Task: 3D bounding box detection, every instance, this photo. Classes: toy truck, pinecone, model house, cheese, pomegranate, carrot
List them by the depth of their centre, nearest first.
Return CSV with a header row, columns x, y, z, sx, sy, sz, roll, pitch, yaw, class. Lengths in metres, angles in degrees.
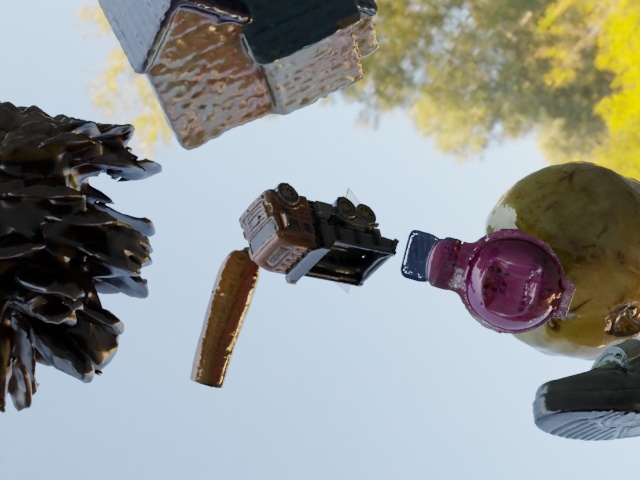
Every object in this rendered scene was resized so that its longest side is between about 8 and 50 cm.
x,y,z,sx,sy,sz,roll,pitch,yaw,class
-0.271,0.009,0.940,0.242,0.298,0.296,43,-138,-46,pinecone
0.000,0.000,1.324,0.192,0.083,0.092,13,-132,-36,toy truck
-0.109,-0.309,1.328,0.280,0.312,0.245,67,177,-57,model house
0.236,0.050,1.538,0.244,0.155,0.062,16,-164,12,cheese
-0.148,0.116,1.697,0.067,0.225,0.067,17,176,1,carrot
0.426,0.030,1.784,0.332,0.332,0.332,28,-153,-16,pomegranate

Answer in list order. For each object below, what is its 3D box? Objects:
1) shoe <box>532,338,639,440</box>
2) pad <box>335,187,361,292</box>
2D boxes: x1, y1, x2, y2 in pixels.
x,y,z,sx,sy,sz,roll,pitch,yaw,class
0.347,0.121,1.126,0.293,0.109,0.149,0,-112,-14,shoe
0.053,0.007,2.085,0.006,0.170,0.245,13,172,14,pad
